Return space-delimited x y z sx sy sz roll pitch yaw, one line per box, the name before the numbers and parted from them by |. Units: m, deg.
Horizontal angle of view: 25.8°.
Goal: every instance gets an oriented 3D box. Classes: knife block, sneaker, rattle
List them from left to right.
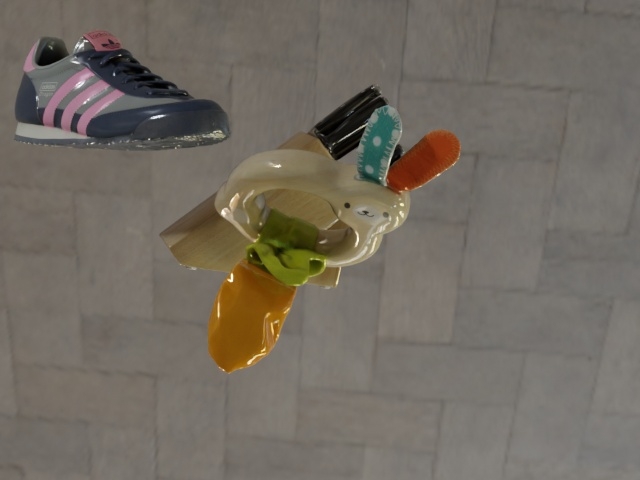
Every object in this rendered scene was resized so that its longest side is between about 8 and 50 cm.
sneaker | -0.221 -0.162 1.495 0.319 0.112 0.131 6 93 40
knife block | -0.030 -0.075 1.619 0.275 0.088 0.242 8 97 -15
rattle | 0.000 0.000 0.999 0.199 0.143 0.130 -11 122 42
